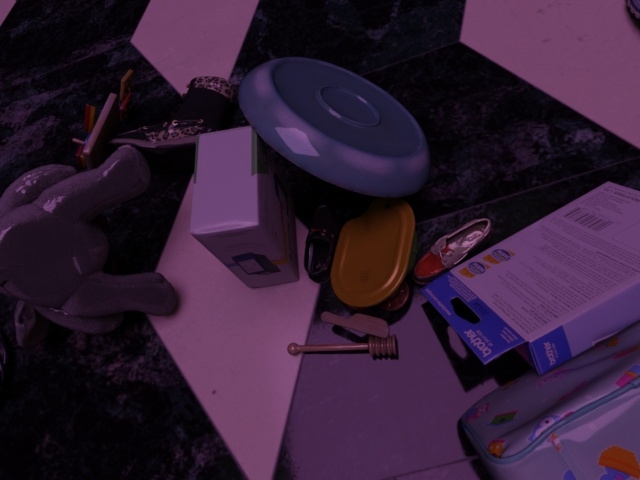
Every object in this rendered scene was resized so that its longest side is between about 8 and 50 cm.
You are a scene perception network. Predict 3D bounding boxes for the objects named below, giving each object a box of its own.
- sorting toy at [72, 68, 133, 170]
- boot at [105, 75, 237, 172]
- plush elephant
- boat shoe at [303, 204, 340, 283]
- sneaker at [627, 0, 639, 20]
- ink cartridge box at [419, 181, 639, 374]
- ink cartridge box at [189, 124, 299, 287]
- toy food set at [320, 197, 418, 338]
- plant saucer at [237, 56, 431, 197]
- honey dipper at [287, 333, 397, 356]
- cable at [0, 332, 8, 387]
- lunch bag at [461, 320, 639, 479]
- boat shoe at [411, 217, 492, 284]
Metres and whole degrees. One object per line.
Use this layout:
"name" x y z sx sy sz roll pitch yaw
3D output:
"sorting toy" -0.426 -0.205 0.859 0.046 0.132 0.274 19 68 -14
"boot" -0.279 -0.224 0.867 0.236 0.085 0.178 2 61 19
"plush elephant" -0.429 0.025 0.718 0.330 0.272 0.255 -24 17 -32
"boat shoe" 0.002 0.000 0.715 0.049 0.042 0.133 -1 65 16
"sneaker" 0.591 -0.486 0.725 0.130 0.147 0.330 8 69 17
"ink cartridge box" 0.299 0.043 0.558 0.311 0.065 0.186 -27 24 -1
"ink cartridge box" -0.101 -0.038 0.662 0.093 0.212 0.154 -8 64 7
"toy food set" 0.086 0.043 0.666 0.128 0.071 0.218 -2 62 39
"plant saucer" 0.036 -0.187 0.675 0.317 0.043 0.317 17 41 -15
"honey dipper" 0.029 0.154 0.648 0.161 0.030 0.030 -7 65 16
"cable" -0.595 0.224 0.767 0.184 0.047 0.150 24 69 25
"lunch bag" 0.295 0.174 0.466 0.279 0.224 0.108 -29 78 1
"boat shoe" 0.191 0.015 0.659 0.137 0.043 0.049 -33 65 0
